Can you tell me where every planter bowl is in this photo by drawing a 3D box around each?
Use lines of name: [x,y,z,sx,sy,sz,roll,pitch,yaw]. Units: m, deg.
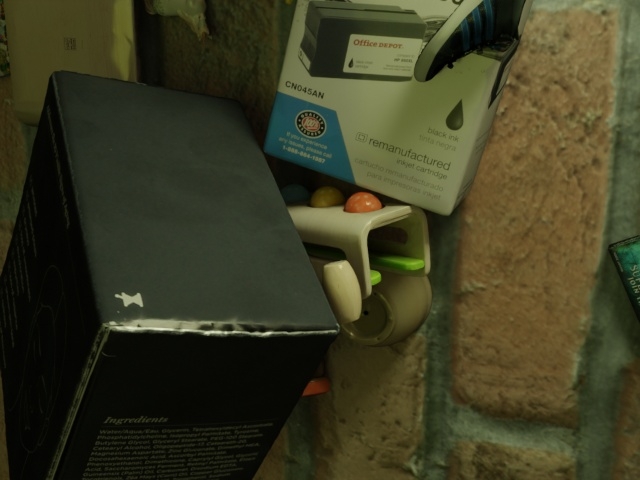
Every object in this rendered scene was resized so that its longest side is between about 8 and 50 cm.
planter bowl: [0.081,0.098,1.320,0.162,0.109,0.162,7,109,20]

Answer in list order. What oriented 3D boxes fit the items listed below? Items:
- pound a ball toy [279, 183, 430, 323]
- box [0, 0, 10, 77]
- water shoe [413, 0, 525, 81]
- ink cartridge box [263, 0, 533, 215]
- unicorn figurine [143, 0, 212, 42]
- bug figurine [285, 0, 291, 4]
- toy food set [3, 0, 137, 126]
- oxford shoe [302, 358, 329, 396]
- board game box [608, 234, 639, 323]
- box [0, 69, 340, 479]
pound a ball toy: [0.000,0.000,1.193,0.319,0.208,0.135,10,112,50]
box: [-0.540,-0.400,1.437,0.159,0.044,0.233,-8,104,24]
water shoe: [0.194,-0.251,1.001,0.080,0.073,0.203,41,115,-2]
ink cartridge box: [0.115,-0.274,1.154,0.285,0.166,0.395,20,112,13]
unicorn figurine: [-0.211,-0.370,1.316,0.162,0.060,0.111,18,111,37]
bug figurine: [-0.060,-0.465,1.110,0.216,0.072,0.279,137,133,-59]
toy food set: [-0.380,-0.321,1.363,0.220,0.092,0.306,6,111,12]
oxford shoe: [-0.114,0.225,1.460,0.271,0.097,0.098,-9,83,19]
board game box: [0.500,0.071,1.193,0.126,0.026,0.186,-22,98,26]
box: [-0.256,0.104,1.187,0.471,0.297,0.480,-64,36,36]
